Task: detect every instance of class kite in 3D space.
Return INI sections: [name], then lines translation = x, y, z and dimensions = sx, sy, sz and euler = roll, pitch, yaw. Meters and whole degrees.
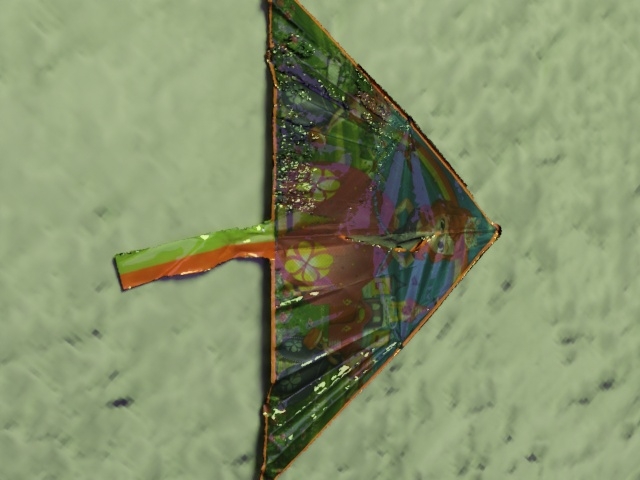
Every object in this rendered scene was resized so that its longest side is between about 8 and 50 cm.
[kite]
translation = 0.000, 0.000, 0.457
dimensions = 0.159, 0.010, 0.190
euler = -1, 96, -27
